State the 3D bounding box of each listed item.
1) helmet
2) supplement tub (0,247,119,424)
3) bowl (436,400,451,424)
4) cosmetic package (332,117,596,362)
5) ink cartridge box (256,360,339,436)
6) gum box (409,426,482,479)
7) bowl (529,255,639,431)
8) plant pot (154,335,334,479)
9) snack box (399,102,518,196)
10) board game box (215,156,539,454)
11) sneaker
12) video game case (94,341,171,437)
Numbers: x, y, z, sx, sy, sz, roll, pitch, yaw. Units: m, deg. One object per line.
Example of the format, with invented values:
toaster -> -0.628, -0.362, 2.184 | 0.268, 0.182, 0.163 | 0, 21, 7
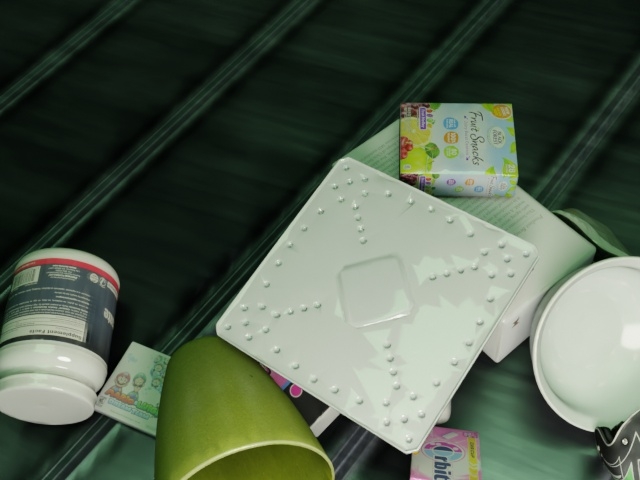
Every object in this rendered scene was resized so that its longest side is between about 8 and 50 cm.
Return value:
helmet -> 0.517, 0.324, 1.324 | 0.169, 0.161, 0.169 | 0, 88, -7
supplement tub -> -0.467, 0.168, 1.530 | 0.191, 0.191, 0.272 | -2, 57, 4
bowl -> 0.155, 0.249, 1.500 | 0.142, 0.053, 0.142 | -3, 58, 4
cosmetic package -> 0.251, -0.023, 1.604 | 0.230, 0.161, 0.453 | -35, 60, -18
ink cartridge box -> 0.054, 0.146, 1.483 | 0.371, 0.069, 0.176 | -46, 61, 5
gum box -> 0.196, 0.360, 1.362 | 0.107, 0.062, 0.188 | 5, 15, 7
bowl -> 0.469, 0.159, 1.445 | 0.298, 0.298, 0.134 | -20, 13, -7
plant pot -> -0.155, 0.302, 1.392 | 0.275, 0.275, 0.293 | -20, 44, -8
snack box -> 0.246, -0.166, 1.563 | 0.207, 0.070, 0.174 | 1, 55, 3
board game box -> 0.091, 0.091, 1.404 | 0.390, 0.050, 0.390 | 28, 71, 25
sneaker -> 0.531, 0.032, 1.583 | 0.108, 0.100, 0.271 | -22, 60, -42
video game case -> -0.308, 0.269, 1.550 | 0.157, 0.019, 0.143 | 19, 60, 17
